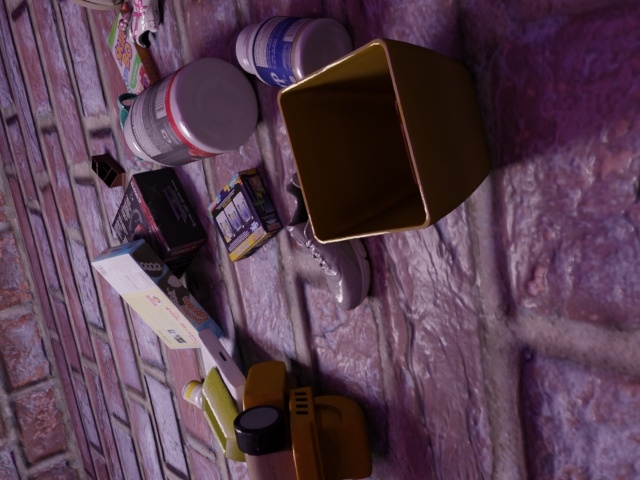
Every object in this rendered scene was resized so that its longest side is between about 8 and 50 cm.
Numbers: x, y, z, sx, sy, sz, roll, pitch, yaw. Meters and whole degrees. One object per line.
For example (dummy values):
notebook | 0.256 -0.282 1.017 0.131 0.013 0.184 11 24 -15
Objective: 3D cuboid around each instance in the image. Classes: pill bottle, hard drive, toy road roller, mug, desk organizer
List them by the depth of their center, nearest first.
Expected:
pill bottle | -0.049 -0.300 0.951 0.186 0.112 0.112 24 123 44
toy road roller | -0.030 0.382 1.187 0.329 0.240 0.203 -104 5 -76
pill bottle | -0.280 -0.245 1.208 0.318 0.176 0.176 -2 103 52
mug | -0.402 -0.275 1.398 0.129 0.097 0.158 16 126 55
hard drive | -0.223 0.388 1.452 0.203 0.040 0.308 43 146 43
pill bottle | -0.327 0.428 1.640 0.116 0.065 0.065 5 109 51
desk organizer | -0.628 -0.206 1.759 0.130 0.050 0.047 40 133 34

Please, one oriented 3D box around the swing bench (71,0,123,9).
swing bench | -0.537 -0.705 1.345 0.253 0.165 0.255 -38 75 51

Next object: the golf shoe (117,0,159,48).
golf shoe | -0.384 -0.514 1.329 0.086 0.067 0.186 41 139 -7

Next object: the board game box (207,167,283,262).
board game box | -0.161 -0.050 1.248 0.170 0.048 0.141 -35 79 51

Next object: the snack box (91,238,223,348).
snack box | -0.406 0.144 1.490 0.187 0.060 0.322 -11 124 42

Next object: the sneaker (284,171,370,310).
sneaker | 0.000 0.000 1.009 0.099 0.121 0.263 -4 102 53

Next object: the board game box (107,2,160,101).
board game box | -0.461 -0.442 1.470 0.124 0.039 0.260 -34 75 51

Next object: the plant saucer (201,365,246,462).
plant saucer | -0.227 0.413 1.375 0.188 0.045 0.188 55 153 27

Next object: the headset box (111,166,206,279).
headset box | -0.414 -0.030 1.518 0.218 0.110 0.293 60 142 13

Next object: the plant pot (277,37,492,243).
plant pot | 0.100 -0.130 0.776 0.212 0.187 0.212 -9 98 53
